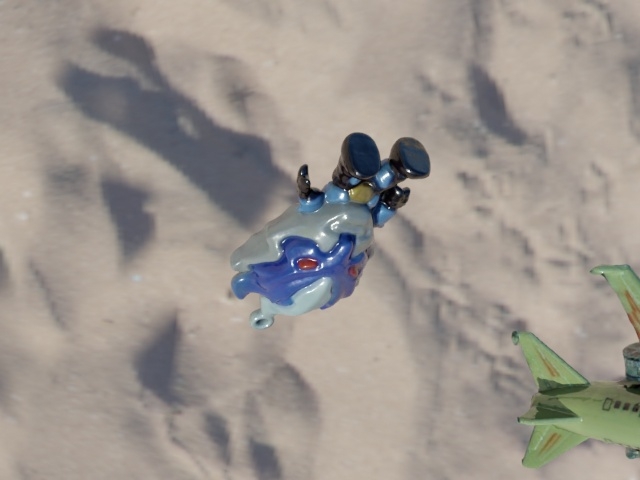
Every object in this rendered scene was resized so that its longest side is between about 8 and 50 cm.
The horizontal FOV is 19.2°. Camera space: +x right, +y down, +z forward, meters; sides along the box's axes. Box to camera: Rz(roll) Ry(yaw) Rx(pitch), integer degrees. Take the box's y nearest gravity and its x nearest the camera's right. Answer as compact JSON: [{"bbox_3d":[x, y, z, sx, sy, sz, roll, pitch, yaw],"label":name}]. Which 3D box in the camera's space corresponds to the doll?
[{"bbox_3d":[0.000,0.000,1.228,0.096,0.195,0.070,9,50,-27],"label":"doll"}]

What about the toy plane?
[{"bbox_3d":[0.113,0.058,0.611,0.040,0.111,0.102,-34,123,-56],"label":"toy plane"}]
